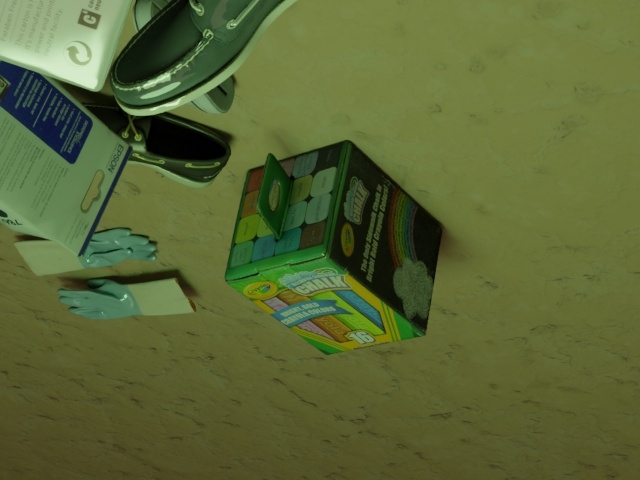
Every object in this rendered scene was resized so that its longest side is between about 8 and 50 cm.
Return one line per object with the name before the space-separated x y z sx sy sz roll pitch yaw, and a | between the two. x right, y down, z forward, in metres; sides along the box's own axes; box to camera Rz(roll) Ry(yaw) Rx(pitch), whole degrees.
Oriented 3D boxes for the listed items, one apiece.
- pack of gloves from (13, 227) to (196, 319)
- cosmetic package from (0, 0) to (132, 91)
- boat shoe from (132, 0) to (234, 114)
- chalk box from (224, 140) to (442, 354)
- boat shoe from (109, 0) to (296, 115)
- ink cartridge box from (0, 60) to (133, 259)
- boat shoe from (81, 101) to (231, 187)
pack of gloves | -0.329 0.044 2.176 0.232 0.046 0.195 -6 135 22
cosmetic package | -0.389 -0.324 1.328 0.453 0.230 0.161 18 119 -12
boat shoe | -0.177 -0.210 1.625 0.076 0.083 0.226 3 153 22
chalk box | 0.000 0.000 1.835 0.179 0.180 0.289 -15 140 37
boat shoe | -0.086 -0.245 1.312 0.319 0.116 0.099 -37 142 8
ink cartridge box | -0.363 -0.128 1.569 0.065 0.165 0.332 -1 148 40
boat shoe | -0.226 -0.134 1.786 0.227 0.081 0.068 16 148 -22
